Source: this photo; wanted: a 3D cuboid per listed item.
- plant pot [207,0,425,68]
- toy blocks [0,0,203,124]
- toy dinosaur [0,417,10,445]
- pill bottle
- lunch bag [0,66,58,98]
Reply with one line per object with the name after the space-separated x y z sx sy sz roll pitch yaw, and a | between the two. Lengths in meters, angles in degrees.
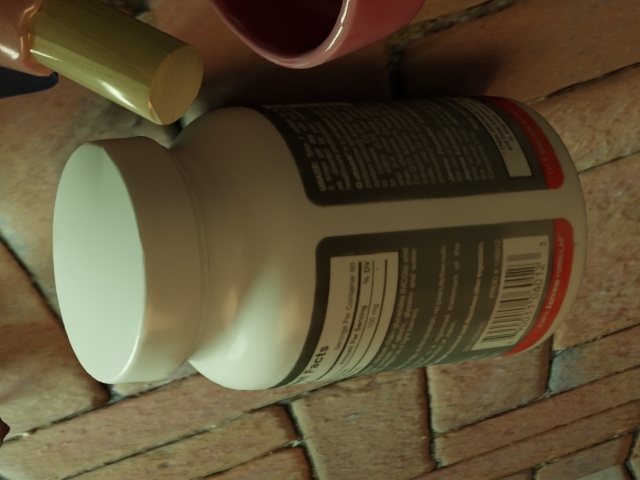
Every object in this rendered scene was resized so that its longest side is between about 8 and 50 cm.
0.031 -0.212 0.810 0.180 0.201 0.201 -27 160 -25 | plant pot
-0.215 -0.188 0.668 0.288 0.260 0.309 -32 141 -45 | toy blocks
-0.345 0.161 1.374 0.200 0.127 0.296 -37 157 19 | toy dinosaur
0.000 0.000 1.182 0.363 0.210 0.210 -5 152 -29 | pill bottle
-0.199 -0.132 0.931 0.067 0.065 0.098 -8 159 13 | lunch bag
